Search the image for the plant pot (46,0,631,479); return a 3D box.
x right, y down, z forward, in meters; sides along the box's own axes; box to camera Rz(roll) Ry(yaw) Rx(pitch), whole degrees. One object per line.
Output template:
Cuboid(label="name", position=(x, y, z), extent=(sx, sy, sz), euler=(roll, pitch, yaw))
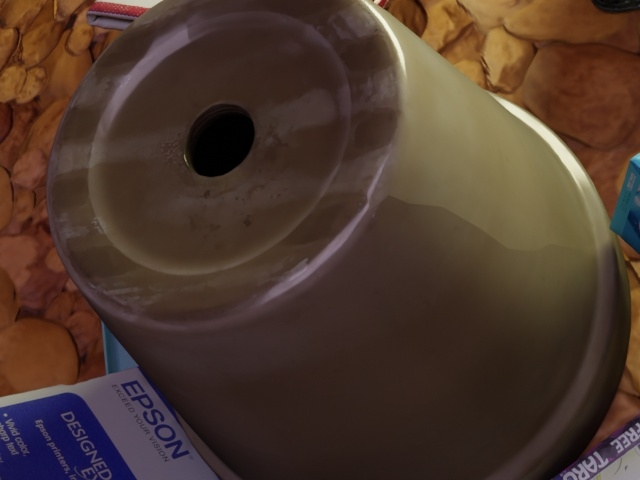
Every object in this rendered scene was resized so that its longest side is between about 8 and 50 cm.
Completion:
Cuboid(label="plant pot", position=(0.000, 0.000, 0.549), extent=(0.323, 0.280, 0.323), euler=(-9, 65, 20))

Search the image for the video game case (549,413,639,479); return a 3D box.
Cuboid(label="video game case", position=(0.166, 0.240, 0.514), extent=(0.232, 0.042, 0.210), euler=(-38, 61, 5))

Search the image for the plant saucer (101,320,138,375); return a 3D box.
Cuboid(label="plant saucer", position=(-0.126, 0.125, 0.702), extent=(0.067, 0.018, 0.192), euler=(-19, 64, 15))

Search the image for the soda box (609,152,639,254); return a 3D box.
Cuboid(label="soda box", position=(0.272, -0.057, 0.539), extent=(0.210, 0.071, 0.067), euler=(-32, 59, -14))

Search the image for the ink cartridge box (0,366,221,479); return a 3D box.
Cuboid(label="ink cartridge box", position=(-0.144, 0.223, 0.512), extent=(0.304, 0.307, 0.072), euler=(49, 117, 24))

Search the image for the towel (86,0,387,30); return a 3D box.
Cuboid(label="towel", position=(-0.014, -0.274, 0.750), extent=(0.237, 0.037, 0.329), euler=(13, 56, 28))

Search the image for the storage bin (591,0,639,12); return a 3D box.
Cuboid(label="storage bin", position=(0.271, -0.241, 0.644), extent=(0.180, 0.084, 0.122), euler=(-4, 67, 21))
